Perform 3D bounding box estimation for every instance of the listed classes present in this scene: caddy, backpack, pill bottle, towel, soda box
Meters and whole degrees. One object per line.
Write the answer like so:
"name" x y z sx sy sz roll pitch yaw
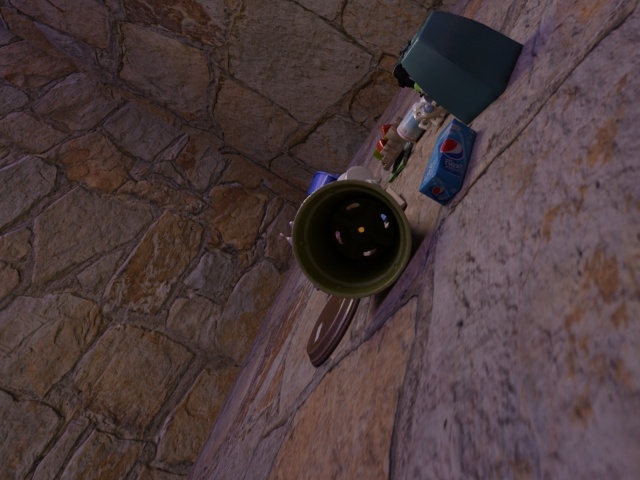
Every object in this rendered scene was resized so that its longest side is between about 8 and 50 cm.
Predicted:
"caddy" 0.064 -0.289 2.804 0.341 0.242 0.179 169 124 -82
"backpack" 0.392 -0.616 1.700 0.191 0.225 0.253 -65 10 -4
"pill bottle" 0.354 -0.440 1.805 0.160 0.087 0.087 -54 8 40
"towel" 0.302 -0.294 1.877 0.113 0.023 0.152 -57 8 48
"pill bottle" 0.127 -0.206 2.215 0.160 0.160 0.283 -63 7 -26
"soda box" 0.293 -0.183 1.144 0.071 0.067 0.210 -52 10 53

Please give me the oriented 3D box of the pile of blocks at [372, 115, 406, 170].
"pile of blocks" 0.266 -0.384 1.955 0.149 0.113 0.362 -56 0 35

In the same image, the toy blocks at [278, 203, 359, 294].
"toy blocks" 0.000 0.000 1.779 0.288 0.260 0.308 -52 10 50

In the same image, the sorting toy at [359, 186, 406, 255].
"sorting toy" 0.180 -0.065 1.549 0.193 0.038 0.208 -58 14 15

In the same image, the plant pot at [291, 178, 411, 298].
"plant pot" 0.092 -0.017 1.257 0.276 0.276 0.254 -59 -6 12

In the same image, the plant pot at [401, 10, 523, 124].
"plant pot" 0.337 -0.446 1.245 0.165 0.234 0.166 -62 7 -21

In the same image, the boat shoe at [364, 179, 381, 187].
"boat shoe" 0.189 -0.192 1.922 0.096 0.098 0.277 -61 5 2

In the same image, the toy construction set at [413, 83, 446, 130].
"toy construction set" 0.363 -0.466 1.496 0.327 0.151 0.214 55 -131 -74

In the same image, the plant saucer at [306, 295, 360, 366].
"plant saucer" 0.034 0.231 1.442 0.277 0.041 0.278 -59 7 11
